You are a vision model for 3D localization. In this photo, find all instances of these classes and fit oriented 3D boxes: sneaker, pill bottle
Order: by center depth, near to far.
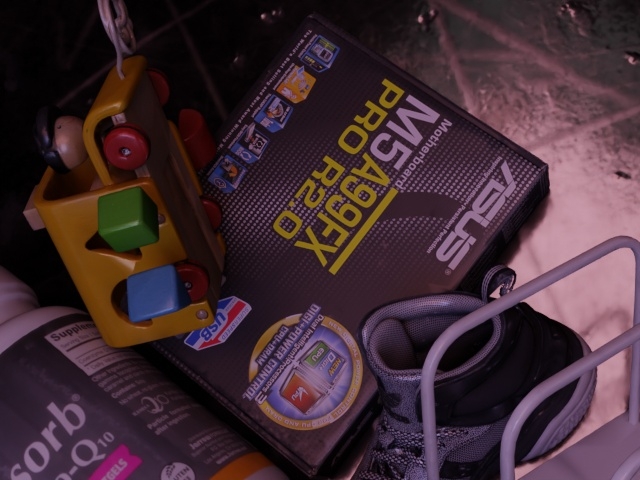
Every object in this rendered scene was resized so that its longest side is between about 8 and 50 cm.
[{"bbox_3d":[0.052,0.130,0.719,0.268,0.153,0.101,-47,43,-4],"label":"sneaker"},{"bbox_3d":[-0.168,0.145,0.771,0.278,0.162,0.162,35,87,18],"label":"pill bottle"}]

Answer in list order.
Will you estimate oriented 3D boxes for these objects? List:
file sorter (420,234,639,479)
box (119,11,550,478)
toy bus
[{"bbox_3d":[0.207,0.144,0.583,0.193,0.173,0.278,-25,36,-27],"label":"file sorter"},{"bbox_3d":[0.000,0.000,0.819,0.216,0.060,0.270,37,88,19],"label":"box"},{"bbox_3d":[-0.134,-0.030,0.725,0.104,0.191,0.202,-15,74,10],"label":"toy bus"}]
